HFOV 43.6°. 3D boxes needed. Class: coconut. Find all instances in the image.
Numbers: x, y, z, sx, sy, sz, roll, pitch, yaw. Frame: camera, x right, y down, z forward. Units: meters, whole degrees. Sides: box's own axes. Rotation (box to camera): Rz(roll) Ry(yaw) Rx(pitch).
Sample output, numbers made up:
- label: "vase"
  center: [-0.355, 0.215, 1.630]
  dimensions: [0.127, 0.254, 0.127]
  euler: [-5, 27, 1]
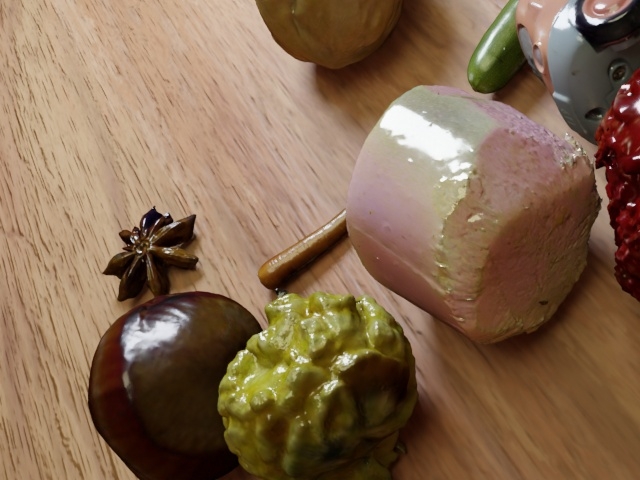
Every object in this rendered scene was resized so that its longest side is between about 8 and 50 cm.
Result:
- label: "coconut"
  center: [0.144, -0.037, 0.827]
  dimensions: [0.233, 0.233, 0.245]
  euler: [-49, 43, -2]

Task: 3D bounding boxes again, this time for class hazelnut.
- label: "hazelnut"
  center: [-0.165, 0.165, 0.928]
  dimensions: [0.229, 0.229, 0.230]
  euler: [-16, 56, 24]

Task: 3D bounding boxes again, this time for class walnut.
- label: "walnut"
  center: [0.013, -0.366, 1.110]
  dimensions: [0.224, 0.257, 0.257]
  euler: [-1, 60, 60]

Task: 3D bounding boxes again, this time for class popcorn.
- label: "popcorn"
  center: [0.001, 0.158, 0.829]
  dimensions: [0.218, 0.189, 0.169]
  euler: [-47, 41, 1]

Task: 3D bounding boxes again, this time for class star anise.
- label: "star anise"
  center: [-0.243, 0.019, 1.148]
  dimensions: [0.167, 0.057, 0.168]
  euler: [-17, 54, 25]

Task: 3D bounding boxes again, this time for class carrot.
- label: "carrot"
  center: [0.000, 0.000, 1.022]
  dimensions: [0.190, 0.037, 0.037]
  euler: [-36, 50, 5]

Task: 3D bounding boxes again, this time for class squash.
- label: "squash"
  center: [0.265, -0.283, 0.996]
  dimensions: [0.252, 0.066, 0.066]
  euler: [-51, 49, -5]

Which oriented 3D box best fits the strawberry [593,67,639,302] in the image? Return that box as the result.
- label: "strawberry"
  center: [0.347, -0.035, 0.697]
  dimensions: [0.220, 0.274, 0.274]
  euler: [-53, 40, 38]

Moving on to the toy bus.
- label: "toy bus"
  center: [0.337, -0.254, 0.859]
  dimensions: [0.287, 0.194, 0.232]
  euler: [-42, 41, 5]
